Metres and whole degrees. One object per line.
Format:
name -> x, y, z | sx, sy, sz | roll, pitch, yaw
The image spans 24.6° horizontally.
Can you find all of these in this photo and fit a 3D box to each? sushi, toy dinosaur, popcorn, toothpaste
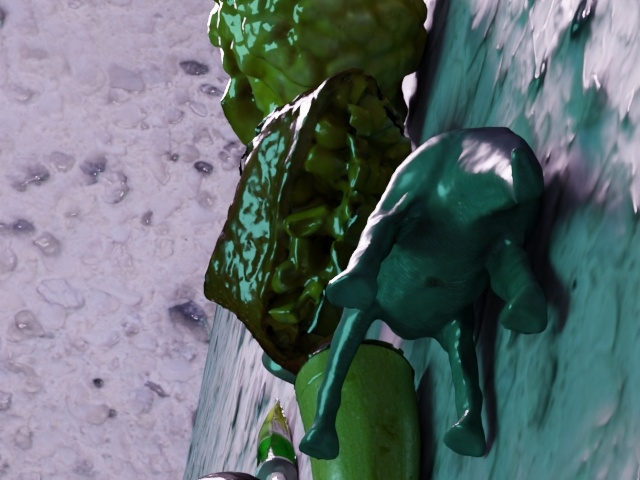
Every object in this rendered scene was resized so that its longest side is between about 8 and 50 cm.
sushi -> 0.000, -0.003, 1.217 | 0.166, 0.179, 0.296 | 0, -59, -53
toy dinosaur -> 0.090, -0.043, 0.950 | 0.383, 0.129, 0.331 | 113, 176, -50
popcorn -> 0.001, -0.177, 1.394 | 0.237, 0.205, 0.252 | -41, 52, 51
toothpaste -> -0.055, 0.248, 1.686 | 0.248, 0.046, 0.078 | -112, 37, -80

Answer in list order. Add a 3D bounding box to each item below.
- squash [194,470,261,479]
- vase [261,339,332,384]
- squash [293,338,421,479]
squash -> -0.109, 0.328, 1.501 | 0.193, 0.156, 0.193 | -37, -6, -4
vase -> 0.015, 0.033, 1.404 | 0.086, 0.086, 0.214 | -115, 42, -78
squash -> 0.027, 0.179, 1.030 | 0.224, 0.094, 0.094 | -91, 15, -47
